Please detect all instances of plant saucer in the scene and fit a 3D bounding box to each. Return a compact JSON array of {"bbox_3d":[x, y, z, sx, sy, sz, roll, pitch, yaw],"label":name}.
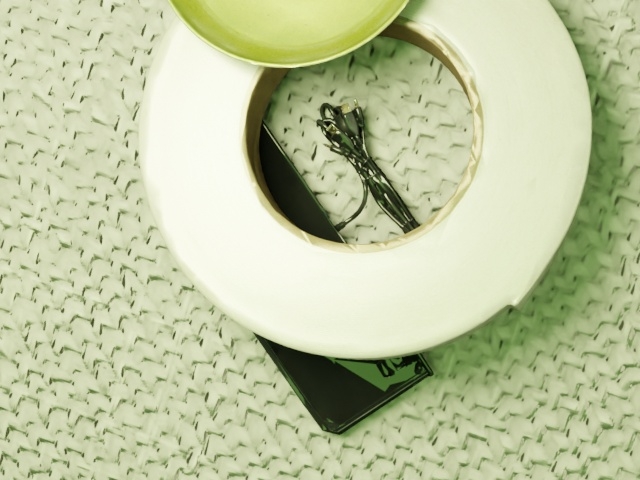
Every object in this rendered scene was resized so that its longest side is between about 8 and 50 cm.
[{"bbox_3d":[-0.023,-0.260,1.211,0.241,0.037,0.241,-1,83,9],"label":"plant saucer"}]

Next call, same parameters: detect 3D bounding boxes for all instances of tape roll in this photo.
[{"bbox_3d":[0.038,-0.088,1.239,0.392,0.072,0.392,-1,84,8],"label":"tape roll"}]

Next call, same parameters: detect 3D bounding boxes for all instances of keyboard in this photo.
[{"bbox_3d":[0.000,0.000,1.311,0.201,0.033,0.317,-34,90,13],"label":"keyboard"}]
